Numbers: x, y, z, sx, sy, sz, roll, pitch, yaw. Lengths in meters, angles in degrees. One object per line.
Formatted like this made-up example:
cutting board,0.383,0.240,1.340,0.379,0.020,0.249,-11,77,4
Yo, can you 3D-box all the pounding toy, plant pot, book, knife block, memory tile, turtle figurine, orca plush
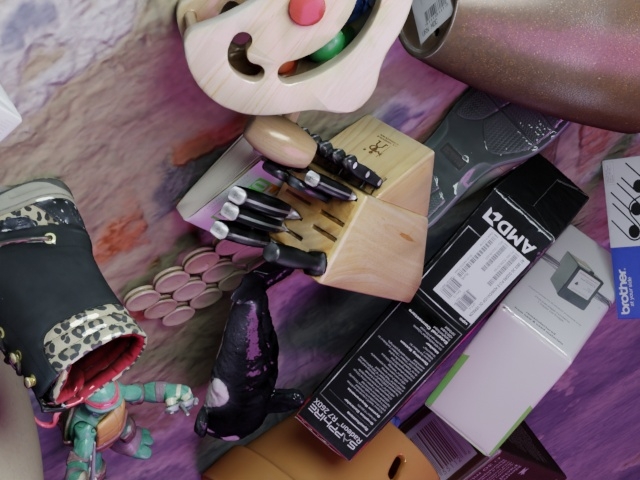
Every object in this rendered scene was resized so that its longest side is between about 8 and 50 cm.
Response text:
pounding toy,-0.030,-0.193,0.997,0.154,0.155,0.269,16,117,-21
plant pot,0.189,-0.205,1.103,0.230,0.215,0.215,0,137,-27
book,-0.066,-0.040,1.222,0.096,0.035,0.144,-41,153,12
knife block,0.000,0.000,1.207,0.242,0.088,0.275,-38,147,-32
memory tile,-0.119,0.038,1.265,0.148,0.012,0.113,-31,155,13
plant pot,0.020,0.331,1.623,0.203,0.291,0.291,-45,154,-17
turtle figurine,-0.216,0.198,1.311,0.175,0.118,0.234,-40,164,-27
orca plush,-0.055,0.134,1.348,0.151,0.102,0.287,-64,174,-54

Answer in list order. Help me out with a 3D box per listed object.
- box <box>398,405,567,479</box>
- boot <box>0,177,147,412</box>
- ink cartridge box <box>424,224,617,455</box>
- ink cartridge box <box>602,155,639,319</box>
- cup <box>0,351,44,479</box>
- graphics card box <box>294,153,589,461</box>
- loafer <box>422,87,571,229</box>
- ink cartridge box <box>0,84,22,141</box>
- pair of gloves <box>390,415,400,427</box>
box,0.242,0.372,2.038,0.191,0.143,0.381,-42,152,10
boot,-0.271,0.069,1.004,0.236,0.178,0.085,-31,151,-11
ink cartridge box,0.277,0.125,1.645,0.273,0.115,0.198,-38,163,-53
ink cartridge box,0.418,-0.005,1.593,0.046,0.207,0.097,-6,180,-42
cup,-0.379,0.265,1.117,0.331,0.237,0.331,-26,149,-17
graphics card box,0.145,0.074,1.467,0.371,0.094,0.233,-52,172,23
loafer,0.171,-0.103,1.342,0.267,0.096,0.084,-38,171,16
ink cartridge box,-0.315,-0.063,0.887,0.180,0.060,0.104,-41,151,7
pair of gloves,0.041,0.292,1.823,0.159,0.023,0.198,-35,150,-2
